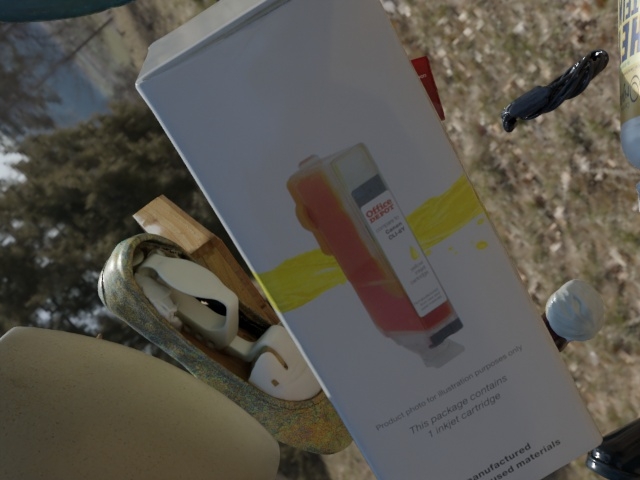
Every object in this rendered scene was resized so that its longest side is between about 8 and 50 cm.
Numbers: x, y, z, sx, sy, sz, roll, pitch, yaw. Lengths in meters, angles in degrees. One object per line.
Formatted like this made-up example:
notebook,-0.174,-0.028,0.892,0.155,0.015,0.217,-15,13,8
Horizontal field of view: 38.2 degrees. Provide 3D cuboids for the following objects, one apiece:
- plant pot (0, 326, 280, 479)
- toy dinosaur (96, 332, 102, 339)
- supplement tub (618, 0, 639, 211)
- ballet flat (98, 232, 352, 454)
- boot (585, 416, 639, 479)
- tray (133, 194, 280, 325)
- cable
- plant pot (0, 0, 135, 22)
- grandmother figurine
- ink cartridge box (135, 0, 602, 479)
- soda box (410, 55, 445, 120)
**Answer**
plant pot,-0.195,0.172,0.642,0.191,0.284,0.284,49,174,-9
toy dinosaur,-0.232,0.166,0.840,0.112,0.211,0.064,18,146,27
supplement tub,0.432,-0.187,0.969,0.228,0.228,0.317,90,180,-85
ballet flat,-0.094,0.111,1.034,0.348,0.123,0.123,35,173,3
boot,0.459,0.208,1.224,0.246,0.207,0.094,2,-168,-37
tray,-0.184,0.051,1.491,0.203,0.076,0.411,56,169,-20
cable,0.359,-0.226,1.405,0.047,0.184,0.150,57,-155,2
plant pot,-0.179,-0.347,0.451,0.341,0.341,0.334,44,159,13
grandmother figurine,0.377,0.153,1.532,0.104,0.208,0.342,27,158,7
ink cartridge box,0.024,-0.012,0.718,0.385,0.160,0.279,61,180,-19
soda box,0.011,-0.146,1.127,0.092,0.263,0.084,-167,60,-82
